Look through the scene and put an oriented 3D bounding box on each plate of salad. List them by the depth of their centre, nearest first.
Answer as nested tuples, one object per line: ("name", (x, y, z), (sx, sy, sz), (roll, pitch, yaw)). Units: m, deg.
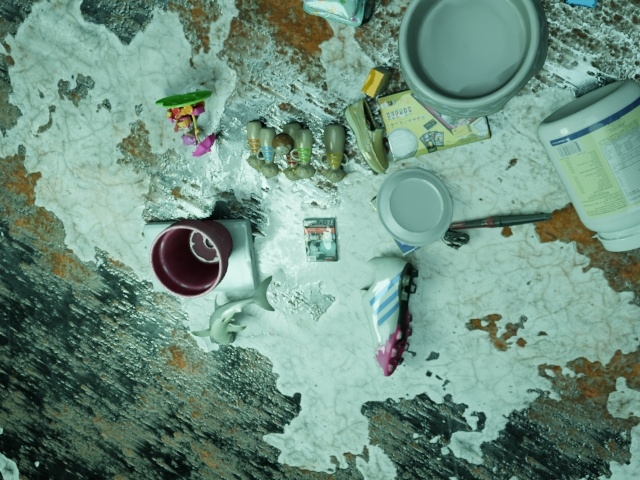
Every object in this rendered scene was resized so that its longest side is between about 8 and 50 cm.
("plate of salad", (0.232, -0.082, 1.841), (0.200, 0.048, 0.199), (2, 78, -11))

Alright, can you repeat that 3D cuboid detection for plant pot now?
("plant pot", (-0.321, 0.031, 1.947), (0.202, 0.180, 0.201), (4, 107, 13))

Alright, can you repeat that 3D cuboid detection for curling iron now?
("curling iron", (0.436, -0.033, 1.845), (0.274, 0.035, 0.068), (-14, 107, 19))

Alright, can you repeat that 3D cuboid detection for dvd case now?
("dvd case", (0.000, 0.000, 1.984), (0.087, 0.013, 0.119), (-1, 106, 15))

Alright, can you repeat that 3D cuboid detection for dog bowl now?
("dog bowl", (0.336, -0.453, 1.671), (0.349, 0.102, 0.348), (2, 98, 16))

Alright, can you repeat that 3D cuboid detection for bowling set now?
("bowling set", (-0.088, -0.207, 1.849), (0.287, 0.200, 0.154), (5, 110, 18))

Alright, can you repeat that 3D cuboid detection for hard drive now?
("hard drive", (-0.335, 0.044, 2.075), (0.308, 0.040, 0.202), (-2, 107, 15))

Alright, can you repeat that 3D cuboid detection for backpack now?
("backpack", (0.051, -0.604, 1.711), (0.166, 0.144, 0.188), (21, 108, 13))

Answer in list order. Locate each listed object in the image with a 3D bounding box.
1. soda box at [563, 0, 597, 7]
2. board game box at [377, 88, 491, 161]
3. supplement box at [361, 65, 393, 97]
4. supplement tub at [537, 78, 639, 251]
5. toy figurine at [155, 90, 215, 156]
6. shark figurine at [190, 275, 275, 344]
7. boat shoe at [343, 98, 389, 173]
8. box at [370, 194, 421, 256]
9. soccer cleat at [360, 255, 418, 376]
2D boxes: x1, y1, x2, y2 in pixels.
("soda box", (0.588, -0.615, 1.598), (0.067, 0.071, 0.210), (13, 110, 11))
("board game box", (0.277, -0.300, 1.798), (0.243, 0.042, 0.165), (-12, 104, 18))
("supplement box", (0.137, -0.383, 1.779), (0.036, 0.098, 0.062), (29, 113, 8))
("supplement tub", (0.653, -0.164, 1.636), (0.235, 0.235, 0.324), (-27, 99, 21))
("toy figurine", (-0.344, -0.297, 1.941), (0.173, 0.130, 0.159), (6, 120, 36))
("shark figurine", (-0.254, 0.185, 2.038), (0.166, 0.116, 0.278), (12, 139, -33))
("boat shoe", (0.127, -0.259, 1.830), (0.072, 0.068, 0.190), (-23, 101, 38))
("box", (0.198, -0.048, 1.894), (0.059, 0.054, 0.168), (-30, 98, 22))
("soccer cleat", (0.168, 0.195, 1.961), (0.143, 0.116, 0.331), (16, 109, 27))
